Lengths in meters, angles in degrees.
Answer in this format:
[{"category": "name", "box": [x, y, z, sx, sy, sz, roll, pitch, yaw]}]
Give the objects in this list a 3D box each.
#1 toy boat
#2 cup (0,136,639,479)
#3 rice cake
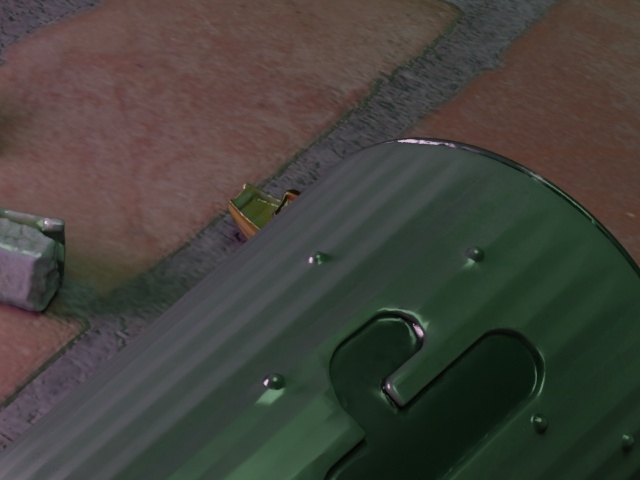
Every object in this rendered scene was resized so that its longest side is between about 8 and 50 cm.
[{"category": "toy boat", "box": [0.000, 0.000, 1.231, 0.172, 0.066, 0.065, 27, 40, 16]}, {"category": "cup", "box": [0.037, 0.171, 0.857, 0.401, 0.310, 0.392, 32, 46, 24]}, {"category": "rice cake", "box": [-0.369, -0.021, 1.170, 0.336, 0.066, 0.063, 15, 32, 4]}]
